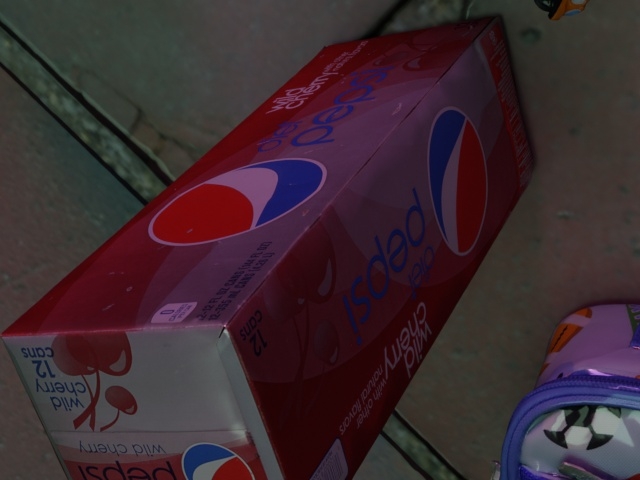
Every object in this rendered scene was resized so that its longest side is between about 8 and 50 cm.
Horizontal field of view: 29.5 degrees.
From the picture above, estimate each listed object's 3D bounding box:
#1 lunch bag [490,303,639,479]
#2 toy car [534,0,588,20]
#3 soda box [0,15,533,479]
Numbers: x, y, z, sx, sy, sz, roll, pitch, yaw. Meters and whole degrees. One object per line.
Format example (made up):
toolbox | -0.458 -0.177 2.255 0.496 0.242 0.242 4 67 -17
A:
lunch bag | 0.221 0.148 0.544 0.303 0.115 0.243 7 119 23
toy car | 0.111 -0.146 0.463 0.040 0.060 0.122 1 131 -10
soda box | 0.000 0.000 0.471 0.092 0.263 0.083 -5 116 30
